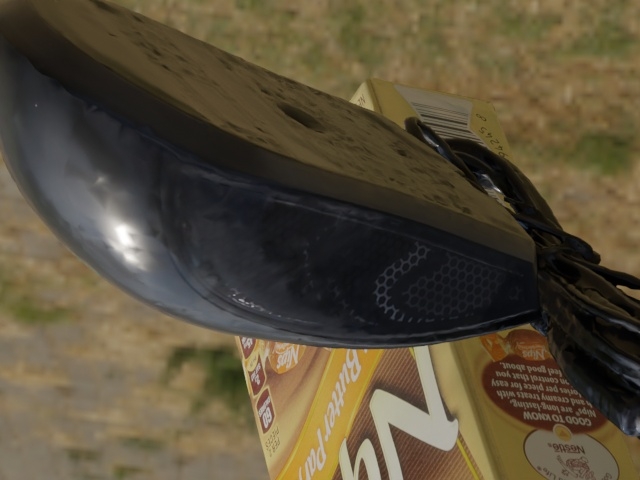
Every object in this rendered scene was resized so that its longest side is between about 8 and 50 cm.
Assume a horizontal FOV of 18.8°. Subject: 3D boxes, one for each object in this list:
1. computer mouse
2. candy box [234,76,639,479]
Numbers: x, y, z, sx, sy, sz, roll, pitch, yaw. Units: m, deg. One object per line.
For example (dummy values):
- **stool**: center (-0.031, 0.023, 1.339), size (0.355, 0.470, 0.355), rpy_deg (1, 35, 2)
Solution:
- **computer mouse**: center (0.000, 0.000, 0.632), size (0.272, 0.188, 0.072), rpy_deg (20, 108, -37)
- **candy box**: center (0.053, 0.095, 0.967), size (0.087, 0.316, 0.183), rpy_deg (9, 135, -28)
